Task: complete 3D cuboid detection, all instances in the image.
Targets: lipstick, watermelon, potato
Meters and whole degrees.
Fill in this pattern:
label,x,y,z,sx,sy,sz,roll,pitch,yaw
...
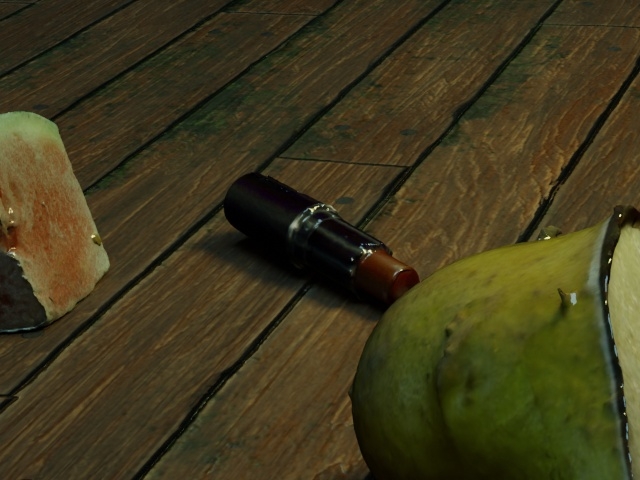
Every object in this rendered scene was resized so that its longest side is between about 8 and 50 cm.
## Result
label,x,y,z,sx,sy,sz,roll,pitch,yaw
lipstick,0.000,0.000,1.686,0.081,0.081,0.300,-21,32,-32
watermelon,-0.346,-0.004,1.645,0.201,0.261,0.213,31,29,8
potato,0.170,0.180,1.153,0.296,0.290,0.397,-24,55,30

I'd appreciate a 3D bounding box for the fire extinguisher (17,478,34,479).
label,x,y,z,sx,sy,sz,roll,pitch,yaw
fire extinguisher,-0.283,0.238,1.232,0.231,0.071,0.099,-11,-3,-15
